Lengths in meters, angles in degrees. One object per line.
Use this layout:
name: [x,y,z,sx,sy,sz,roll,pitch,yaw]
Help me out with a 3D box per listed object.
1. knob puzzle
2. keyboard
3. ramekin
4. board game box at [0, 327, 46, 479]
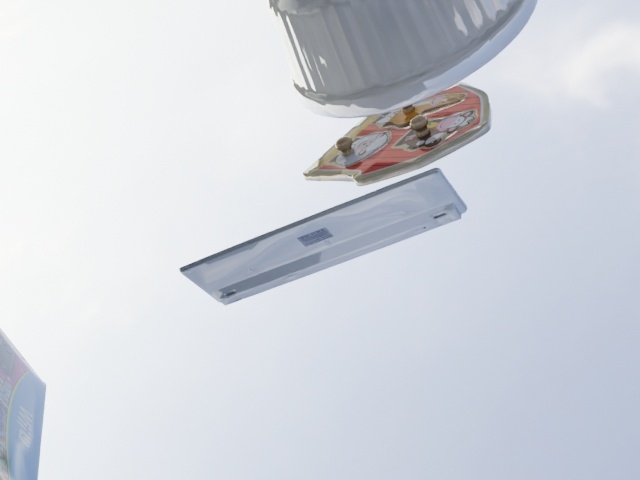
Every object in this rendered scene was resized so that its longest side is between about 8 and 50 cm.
knob puzzle: [0.094,-0.121,1.021,0.213,0.030,0.213,-22,-155,11]
keyboard: [0.000,0.000,0.866,0.256,0.072,0.014,-21,-132,19]
ramekin: [0.069,-0.253,0.971,0.273,0.127,0.273,-22,-147,15]
board game box: [-0.306,0.048,0.630,0.097,0.303,0.224,-32,-159,-3]
